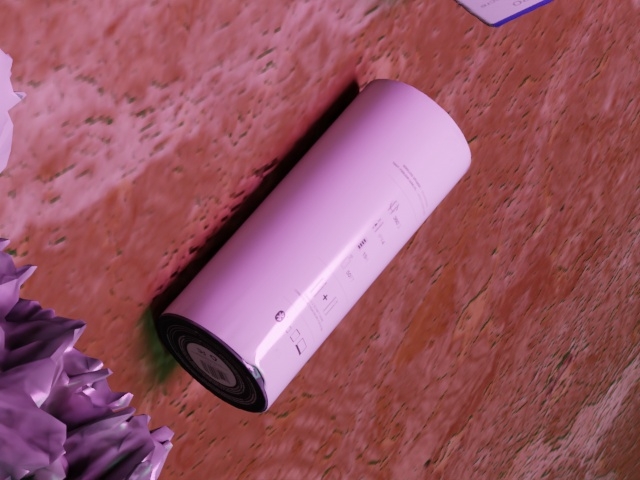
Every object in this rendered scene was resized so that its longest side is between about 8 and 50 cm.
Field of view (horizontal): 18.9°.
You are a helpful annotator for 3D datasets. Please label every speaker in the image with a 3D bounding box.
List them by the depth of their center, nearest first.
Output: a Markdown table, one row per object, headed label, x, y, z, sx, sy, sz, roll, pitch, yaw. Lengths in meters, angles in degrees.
| label | x | y | z | sx | sy | sz | roll | pitch | yaw |
| --- | --- | --- | --- | --- | --- | --- | --- | --- | --- |
| speaker | 0.000 | 0.000 | 0.746 | 0.136 | 0.055 | 0.055 | -50 | 154 | -23 |

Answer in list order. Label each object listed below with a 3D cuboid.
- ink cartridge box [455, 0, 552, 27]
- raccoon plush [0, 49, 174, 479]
| label | x | y | z | sx | sy | sz | roll | pitch | yaw |
| --- | --- | --- | --- | --- | --- | --- | --- | --- | --- |
| ink cartridge box | 0.059 | -0.160 | 0.557 | 0.176 | 0.069 | 0.371 | -25 | 162 | 19 |
| raccoon plush | -0.206 | 0.071 | 0.361 | 0.446 | 0.299 | 0.216 | -33 | 179 | 16 |
